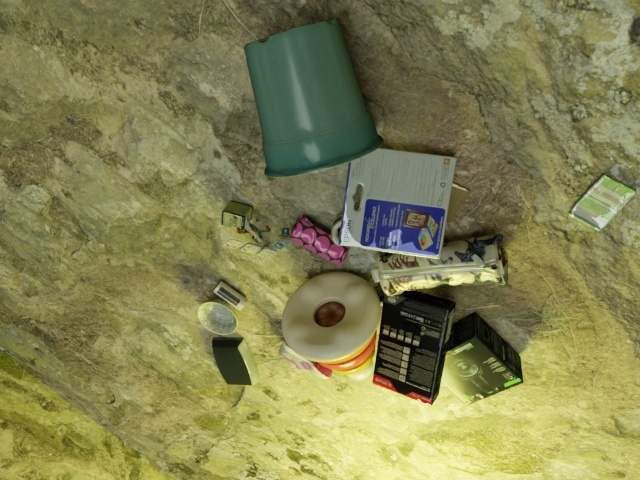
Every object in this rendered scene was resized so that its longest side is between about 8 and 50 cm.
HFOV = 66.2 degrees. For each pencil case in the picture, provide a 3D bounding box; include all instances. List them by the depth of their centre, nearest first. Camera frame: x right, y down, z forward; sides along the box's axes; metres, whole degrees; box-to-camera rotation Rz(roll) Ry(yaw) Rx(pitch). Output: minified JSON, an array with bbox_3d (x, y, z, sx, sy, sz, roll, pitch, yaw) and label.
[{"bbox_3d":[0.377,0.081,1.561,0.411,0.183,0.159,-8,84,21],"label":"pencil case"},{"bbox_3d":[0.000,0.000,1.675,0.209,0.095,0.098,29,102,-6],"label":"pencil case"}]

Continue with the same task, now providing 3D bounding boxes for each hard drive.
[{"bbox_3d":[-0.375,0.537,2.151,0.172,0.054,0.254,-3,121,17],"label":"hard drive"}]

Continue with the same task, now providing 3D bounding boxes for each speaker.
[{"bbox_3d":[-0.355,0.219,1.937,0.136,0.055,0.055,38,124,-10],"label":"speaker"}]

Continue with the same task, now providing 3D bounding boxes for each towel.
[{"bbox_3d":[0.809,-0.106,1.413,0.113,0.023,0.152,26,125,-3],"label":"towel"}]

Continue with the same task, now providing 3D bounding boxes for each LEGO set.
[{"bbox_3d":[-0.206,-0.014,1.686,0.183,0.060,0.244,17,154,-27],"label":"LEGO set"}]

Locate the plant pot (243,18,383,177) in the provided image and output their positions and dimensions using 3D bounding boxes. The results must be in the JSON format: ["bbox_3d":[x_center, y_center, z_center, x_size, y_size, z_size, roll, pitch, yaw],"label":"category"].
[{"bbox_3d":[-0.033,-0.382,1.307,0.341,0.341,0.334,-8,111,20],"label":"plant pot"}]

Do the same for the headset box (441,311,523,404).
[{"bbox_3d":[0.551,0.439,1.777,0.283,0.131,0.246,43,124,-14],"label":"headset box"}]

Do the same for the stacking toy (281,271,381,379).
[{"bbox_3d":[0.086,0.376,1.815,0.351,0.350,0.479,-4,139,18],"label":"stacking toy"}]

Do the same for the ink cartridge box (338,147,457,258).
[{"bbox_3d":[0.225,-0.116,1.460,0.307,0.072,0.303,8,100,6],"label":"ink cartridge box"}]

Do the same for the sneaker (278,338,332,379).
[{"bbox_3d":[-0.063,0.484,2.009,0.252,0.103,0.111,39,128,-3],"label":"sneaker"}]

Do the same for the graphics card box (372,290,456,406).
[{"bbox_3d":[0.318,0.360,1.705,0.233,0.094,0.370,14,110,29],"label":"graphics card box"}]

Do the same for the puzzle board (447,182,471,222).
[{"bbox_3d":[0.392,-0.125,1.527,0.096,0.011,0.128,26,125,0],"label":"puzzle board"}]

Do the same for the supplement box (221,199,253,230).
[{"bbox_3d":[-0.289,-0.087,1.699,0.083,0.083,0.056,15,125,6],"label":"supplement box"}]

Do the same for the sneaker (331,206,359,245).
[{"bbox_3d":[0.175,-0.069,1.557,0.321,0.127,0.126,-29,110,28],"label":"sneaker"}]

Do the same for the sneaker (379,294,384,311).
[{"bbox_3d":[0.243,0.222,1.779,0.098,0.038,0.069,-18,117,25],"label":"sneaker"}]

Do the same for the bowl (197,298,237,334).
[{"bbox_3d":[-0.401,0.290,1.981,0.170,0.080,0.170,7,124,11],"label":"bowl"}]
